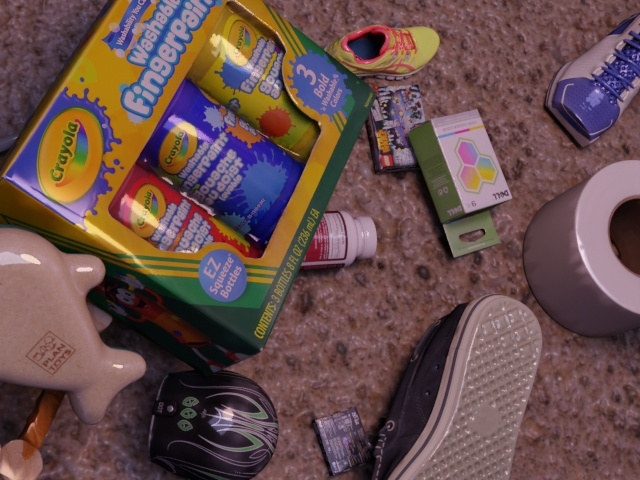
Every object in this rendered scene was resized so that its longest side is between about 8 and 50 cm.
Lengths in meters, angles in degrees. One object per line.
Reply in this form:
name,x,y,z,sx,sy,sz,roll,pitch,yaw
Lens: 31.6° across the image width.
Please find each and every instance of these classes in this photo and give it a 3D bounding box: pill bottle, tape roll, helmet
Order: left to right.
helmet,-0.136,0.249,1.499,0.162,0.169,0.169,11,71,3
pill bottle,0.000,0.000,1.647,0.152,0.086,0.086,-3,76,-20
tape roll,0.459,0.016,1.748,0.246,0.169,0.246,5,73,-18

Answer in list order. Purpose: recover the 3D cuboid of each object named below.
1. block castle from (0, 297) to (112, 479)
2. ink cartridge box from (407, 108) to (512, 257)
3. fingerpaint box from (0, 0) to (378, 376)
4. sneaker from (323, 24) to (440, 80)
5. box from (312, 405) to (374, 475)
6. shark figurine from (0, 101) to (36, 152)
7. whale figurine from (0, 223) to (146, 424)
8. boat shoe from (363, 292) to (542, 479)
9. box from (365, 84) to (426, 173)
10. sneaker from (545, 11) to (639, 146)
block castle,-0.515,0.129,1.380,0.453,0.213,0.303,29,56,-15
ink cartridge box,0.224,-0.090,1.740,0.109,0.062,0.209,-16,84,-38
fingerpaint box,-0.171,-0.118,1.454,0.371,0.163,0.444,36,56,-18
sneaker,0.104,-0.299,1.763,0.208,0.094,0.081,-17,79,-23
box,0.032,0.285,1.611,0.067,0.018,0.083,-16,80,-22
shark figurine,-0.504,-0.156,1.514,0.278,0.116,0.166,14,72,-12
whale figurine,-0.331,0.095,1.299,0.216,0.141,0.272,-49,119,-2
boat shoe,0.158,0.306,1.573,0.187,0.156,0.500,31,70,-23
box,0.120,-0.175,1.768,0.094,0.027,0.137,-7,77,-19
sneaker,0.515,-0.310,1.853,0.127,0.182,0.315,46,66,0
